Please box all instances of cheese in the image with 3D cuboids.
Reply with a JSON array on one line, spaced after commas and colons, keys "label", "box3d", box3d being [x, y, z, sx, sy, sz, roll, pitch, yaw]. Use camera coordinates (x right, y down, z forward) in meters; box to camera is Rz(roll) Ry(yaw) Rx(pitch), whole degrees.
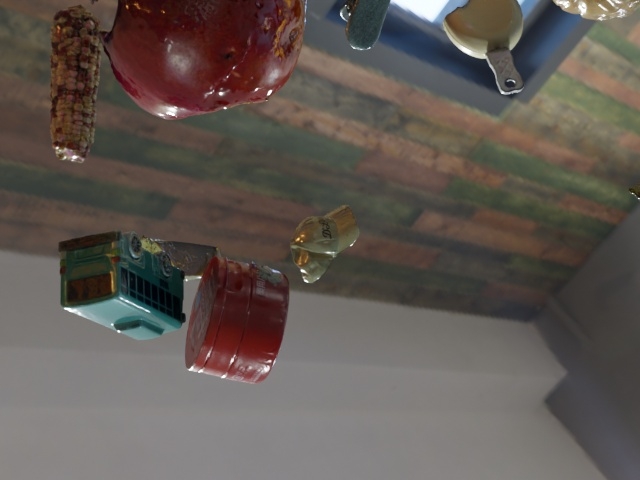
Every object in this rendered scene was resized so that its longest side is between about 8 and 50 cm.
[{"label": "cheese", "box3d": [0.357, -0.408, 1.987, 0.249, 0.163, 0.071, 52, 163, 20]}]

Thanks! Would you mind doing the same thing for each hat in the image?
[{"label": "hat", "box3d": [0.006, -0.001, 2.062, 0.081, 0.166, 0.122, 28, -146, -57]}]

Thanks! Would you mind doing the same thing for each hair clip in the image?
[{"label": "hair clip", "box3d": [0.081, -0.301, 0.982, 0.039, 0.230, 0.070, 18, -147, -18]}]

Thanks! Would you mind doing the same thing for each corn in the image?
[{"label": "corn", "box3d": [-0.442, -0.282, 1.780, 0.092, 0.092, 0.281, 11, -103, -46]}]

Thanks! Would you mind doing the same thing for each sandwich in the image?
[{"label": "sandwich", "box3d": [-0.317, 0.045, 2.259, 0.258, 0.094, 0.096, 8, -101, -59]}]

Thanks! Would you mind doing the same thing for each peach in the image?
[{"label": "peach", "box3d": [-0.189, -0.413, 1.628, 0.339, 0.352, 0.417, -93, -10, -88]}]

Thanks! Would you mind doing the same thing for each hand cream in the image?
[{"label": "hand cream", "box3d": [-0.156, 0.150, 1.861, 0.149, 0.230, 0.230, 18, -151, -16]}]

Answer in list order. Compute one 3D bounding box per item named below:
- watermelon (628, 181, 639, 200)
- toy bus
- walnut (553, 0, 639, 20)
[{"label": "watermelon", "box3d": [0.758, -0.132, 2.040, 0.119, 0.245, 0.063, 60, -178, 11]}, {"label": "toy bus", "box3d": [-0.339, 0.083, 1.739, 0.256, 0.128, 0.147, 44, -141, -64]}, {"label": "walnut", "box3d": [0.383, -0.398, 1.323, 0.213, 0.213, 0.213, 31, -155, -16]}]
